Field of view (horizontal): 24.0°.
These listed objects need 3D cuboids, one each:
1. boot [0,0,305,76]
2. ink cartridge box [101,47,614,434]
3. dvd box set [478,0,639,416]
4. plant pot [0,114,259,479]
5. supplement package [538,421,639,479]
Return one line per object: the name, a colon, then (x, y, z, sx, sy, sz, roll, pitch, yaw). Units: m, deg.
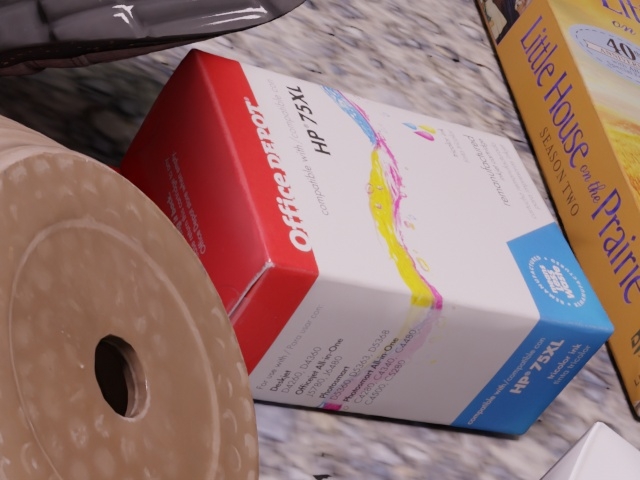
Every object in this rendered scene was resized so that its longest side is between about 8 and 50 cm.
boot: (-0.167, -0.097, 0.570, 0.338, 0.118, 0.223, 0, 3, -11)
ink cartridge box: (0.000, 0.000, 0.659, 0.231, 0.078, 0.134, 12, 39, -34)
dvd box set: (0.274, -0.020, 0.969, 0.308, 0.062, 0.420, 21, 35, -25)
plant pot: (-0.093, 0.048, 0.381, 0.237, 0.110, 0.237, 44, 35, -41)
supplement package: (0.127, 0.200, 0.459, 0.244, 0.139, 0.134, 39, 33, 3)
